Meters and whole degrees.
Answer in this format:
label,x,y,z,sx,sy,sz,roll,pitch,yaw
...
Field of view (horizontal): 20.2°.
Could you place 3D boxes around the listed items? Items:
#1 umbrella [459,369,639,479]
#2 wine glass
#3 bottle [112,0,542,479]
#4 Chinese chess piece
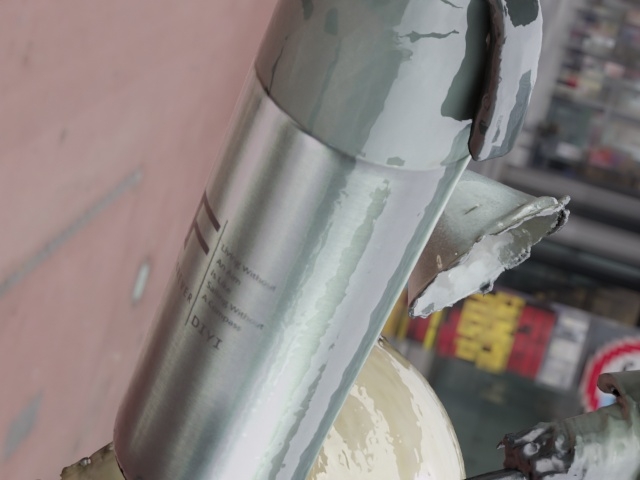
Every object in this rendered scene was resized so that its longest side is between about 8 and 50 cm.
label,x,y,z,sx,sy,sz,roll,pitch,yaw
umbrella,0.111,0.024,0.336,0.044,0.269,0.044,47,-35,49
wine glass,0.055,-0.055,1.107,0.122,0.183,0.122,-31,164,-10
bottle,0.000,0.000,0.619,0.079,0.096,0.254,-15,140,-44
Chinese chess piece,-0.055,0.138,0.862,0.104,0.257,0.257,64,2,8
